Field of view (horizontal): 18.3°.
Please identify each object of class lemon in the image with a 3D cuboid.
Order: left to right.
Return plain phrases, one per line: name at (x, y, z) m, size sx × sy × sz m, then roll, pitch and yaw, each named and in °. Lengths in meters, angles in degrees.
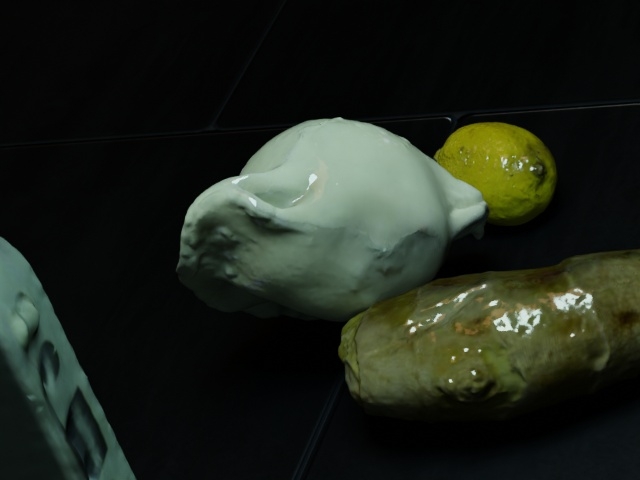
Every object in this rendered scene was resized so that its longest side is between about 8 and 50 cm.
lemon at (0.137, -0.054, 1.576) m, size 0.110 × 0.082 × 0.082 m, roll 15°, pitch 48°, yaw 41°

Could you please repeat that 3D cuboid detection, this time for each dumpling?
dumpling at (0.000, 0.000, 1.482) m, size 0.193 × 0.258 × 0.147 m, roll -42°, pitch 56°, yaw 41°

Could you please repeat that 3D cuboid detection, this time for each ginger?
ginger at (0.142, 0.070, 1.384) m, size 0.263 × 0.116 × 0.109 m, roll -11°, pitch 67°, yaw 7°

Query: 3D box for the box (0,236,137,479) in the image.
box at (-0.298, 0.190, 1.200) m, size 0.396 × 0.396 × 0.111 m, roll -12°, pitch 34°, yaw 15°
